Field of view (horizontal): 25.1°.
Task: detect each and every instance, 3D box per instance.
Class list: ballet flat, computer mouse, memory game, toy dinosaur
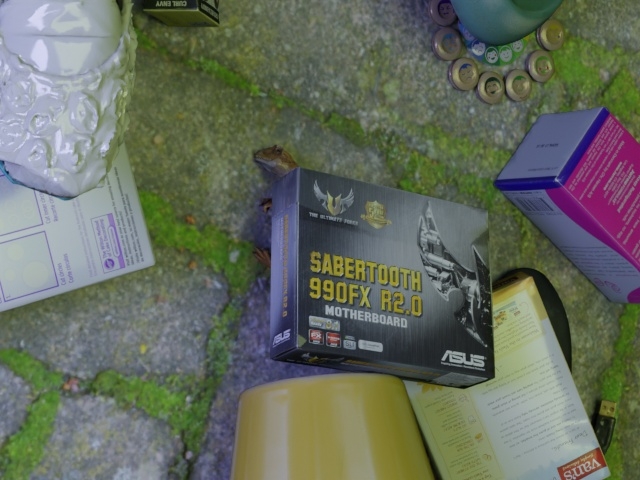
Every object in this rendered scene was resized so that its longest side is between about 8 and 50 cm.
[{"bbox_3d":[-0.219,-0.233,1.200,0.147,0.147,0.409,18,52,-28],"label":"ballet flat"},{"bbox_3d":[0.269,0.165,1.602,0.184,0.060,0.262,6,87,-28],"label":"computer mouse"},{"bbox_3d":[0.198,-0.242,1.589,0.186,0.012,0.186,0,90,-29],"label":"memory game"},{"bbox_3d":[0.000,0.000,1.450,0.112,0.064,0.211,-44,110,-23],"label":"toy dinosaur"}]

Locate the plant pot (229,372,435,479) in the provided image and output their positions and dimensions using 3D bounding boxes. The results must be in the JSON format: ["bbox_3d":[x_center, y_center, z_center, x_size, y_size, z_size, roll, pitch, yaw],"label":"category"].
[{"bbox_3d":[0.013,0.257,1.369,0.254,0.254,0.239,4,73,-29],"label":"plant pot"}]

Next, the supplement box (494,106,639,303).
[{"bbox_3d":[0.321,-0.035,1.601,0.220,0.111,0.114,44,70,-23],"label":"supplement box"}]

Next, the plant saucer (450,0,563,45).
[{"bbox_3d":[0.217,-0.358,1.484,0.317,0.044,0.317,-24,120,-52],"label":"plant saucer"}]

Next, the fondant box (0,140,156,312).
[{"bbox_3d":[-0.333,-0.048,1.247,0.330,0.096,0.238,-17,98,-29],"label":"fondant box"}]

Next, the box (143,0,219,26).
[{"bbox_3d":[-0.127,-0.324,1.359,0.058,0.087,0.232,1,87,11],"label":"box"}]

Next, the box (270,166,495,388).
[{"bbox_3d":[0.063,0.040,1.412,0.231,0.056,0.183,12,67,-28],"label":"box"}]

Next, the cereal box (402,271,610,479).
[{"bbox_3d":[0.186,0.176,1.526,0.173,0.047,0.240,-23,99,-6],"label":"cereal box"}]
